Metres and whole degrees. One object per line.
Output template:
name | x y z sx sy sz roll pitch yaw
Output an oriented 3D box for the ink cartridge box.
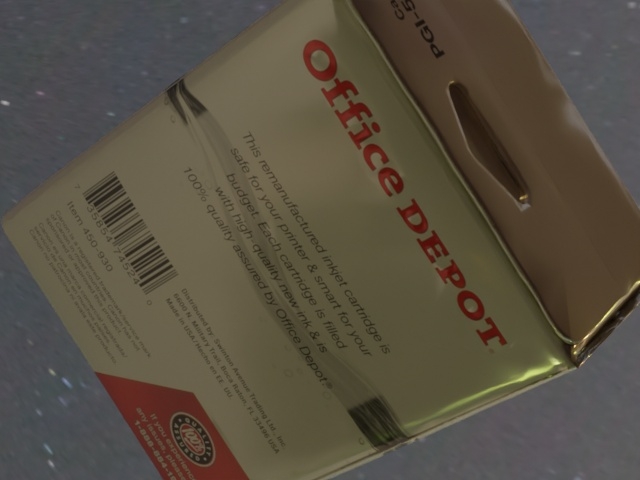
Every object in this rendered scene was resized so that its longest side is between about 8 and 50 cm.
ink cartridge box | 0.000 0.000 0.403 0.056 0.135 0.099 -34 -87 -48
